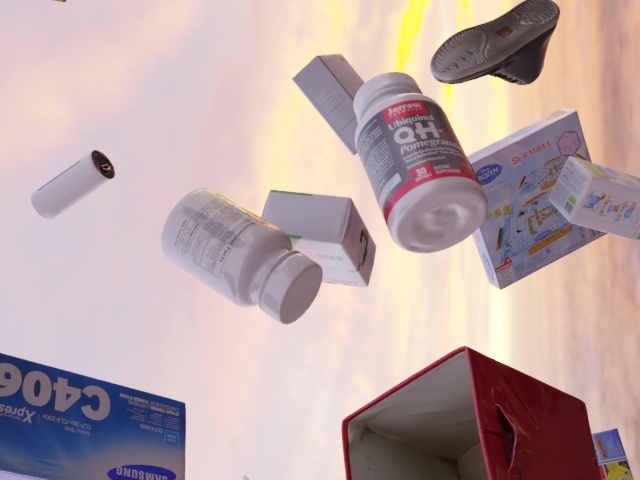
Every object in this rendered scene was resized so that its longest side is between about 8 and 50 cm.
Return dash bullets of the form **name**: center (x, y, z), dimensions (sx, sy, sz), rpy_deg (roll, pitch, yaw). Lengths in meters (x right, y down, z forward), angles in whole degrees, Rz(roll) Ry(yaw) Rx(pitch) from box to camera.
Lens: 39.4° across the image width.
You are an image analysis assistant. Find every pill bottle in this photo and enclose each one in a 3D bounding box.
- **pill bottle**: center (-0.115, 0.025, 1.336), dimensions (0.131, 0.229, 0.131), rpy_deg (-43, -30, -32)
- **pill bottle**: center (0.163, -0.148, 1.593), dimensions (0.176, 0.176, 0.319), rpy_deg (71, 180, -53)

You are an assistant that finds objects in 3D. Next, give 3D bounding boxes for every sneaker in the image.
- **sneaker**: center (0.259, -0.259, 1.318), dimensions (0.083, 0.222, 0.118), rpy_deg (51, 161, 35)

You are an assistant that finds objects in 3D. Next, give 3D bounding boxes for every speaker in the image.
- **speaker**: center (-0.394, -0.088, 1.430), dimensions (0.055, 0.136, 0.055), rpy_deg (49, -158, -28)

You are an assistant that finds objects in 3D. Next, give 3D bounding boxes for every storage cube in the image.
- **storage cube**: center (0.158, 0.249, 0.901), dimensions (0.193, 0.215, 0.184), rpy_deg (27, -138, -32)

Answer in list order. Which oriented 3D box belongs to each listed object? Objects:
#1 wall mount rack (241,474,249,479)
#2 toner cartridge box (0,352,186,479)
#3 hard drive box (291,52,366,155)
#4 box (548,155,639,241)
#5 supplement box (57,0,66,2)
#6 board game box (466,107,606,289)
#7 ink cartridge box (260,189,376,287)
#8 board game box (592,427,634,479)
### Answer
- **wall mount rack**: center (-0.173, 0.608, 1.588), dimensions (0.304, 0.130, 0.350), rpy_deg (-113, 21, -69)
- **toner cartridge box**: center (-0.350, 0.266, 1.215), dimensions (0.347, 0.075, 0.165), rpy_deg (22, -134, -32)
- **hard drive box**: center (0.063, -0.326, 2.116), dimensions (0.232, 0.089, 0.181), rpy_deg (52, -157, 3)
- **box**: center (0.585, -0.080, 1.802), dimensions (0.114, 0.203, 0.103), rpy_deg (-109, 37, -62)
- **supplement box**: center (-0.392, -0.404, 1.052), dimensions (0.129, 0.194, 0.191), rpy_deg (-58, 40, 38)
- **board game box**: center (0.488, -0.096, 2.067), dimensions (0.318, 0.318, 0.066), rpy_deg (68, 169, -20)
- **ink cartridge box**: center (0.000, 0.000, 1.633), dimensions (0.219, 0.160, 0.093), rpy_deg (57, -136, -63)
- **board game box**: center (0.316, 0.336, 1.066), dimensions (0.035, 0.136, 0.201), rpy_deg (64, -165, -57)
